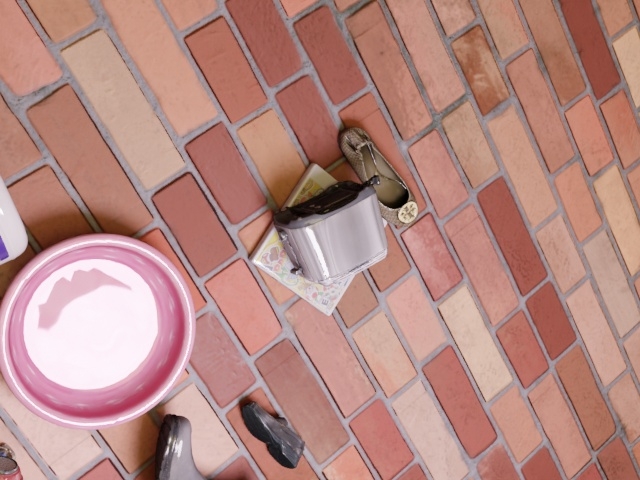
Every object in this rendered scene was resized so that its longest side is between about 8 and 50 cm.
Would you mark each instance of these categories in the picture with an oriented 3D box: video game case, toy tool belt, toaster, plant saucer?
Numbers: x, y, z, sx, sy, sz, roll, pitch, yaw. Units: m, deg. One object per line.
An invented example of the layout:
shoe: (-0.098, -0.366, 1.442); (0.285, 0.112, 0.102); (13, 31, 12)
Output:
video game case: (0.000, 0.000, 1.642); (0.206, 0.026, 0.227); (37, 80, -26)
toy tool belt: (-0.540, 0.379, 1.397); (0.083, 0.051, 0.052); (-44, 114, -15)
toaster: (0.031, -0.016, 1.572); (0.227, 0.129, 0.146); (-27, 112, -25)
plant saucer: (-0.380, 0.149, 1.432); (0.332, 0.084, 0.332); (-4, 98, -28)

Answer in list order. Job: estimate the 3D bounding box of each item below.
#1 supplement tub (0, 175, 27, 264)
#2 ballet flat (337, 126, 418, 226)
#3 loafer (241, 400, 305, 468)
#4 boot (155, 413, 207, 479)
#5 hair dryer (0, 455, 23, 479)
supplement tub: (-0.619, -0.020, 1.196); (0.331, 0.241, 0.241); (-28, 109, -22)
ballet flat: (0.122, -0.123, 1.670); (0.084, 0.058, 0.250); (-43, 113, -16)
loafer: (-0.090, 0.365, 1.633); (0.170, 0.062, 0.061); (57, 49, -25)
boot: (-0.188, 0.465, 1.535); (0.223, 0.118, 0.338); (1, 109, -12)
hair dryer: (-0.586, 0.394, 1.348); (0.224, 0.080, 0.293); (-22, 97, 9)
